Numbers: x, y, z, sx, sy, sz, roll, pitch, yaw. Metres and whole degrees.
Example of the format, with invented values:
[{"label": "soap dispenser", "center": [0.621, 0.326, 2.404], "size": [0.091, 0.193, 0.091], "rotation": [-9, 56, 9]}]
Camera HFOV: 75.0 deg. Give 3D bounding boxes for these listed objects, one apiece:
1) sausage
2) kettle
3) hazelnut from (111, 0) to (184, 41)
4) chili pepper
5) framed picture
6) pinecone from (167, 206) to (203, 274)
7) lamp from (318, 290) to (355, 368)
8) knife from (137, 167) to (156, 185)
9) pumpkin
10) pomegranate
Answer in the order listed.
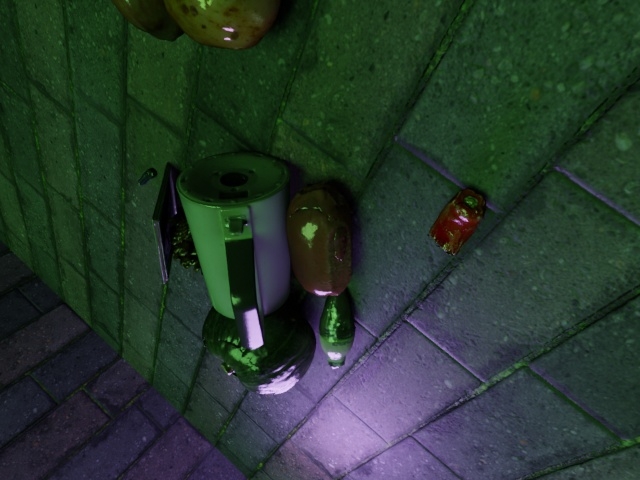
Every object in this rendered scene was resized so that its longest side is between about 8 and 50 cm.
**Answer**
[{"label": "sausage", "center": [0.000, 0.000, 0.954], "size": [0.152, 0.152, 0.280], "rotation": [16, 127, 29]}, {"label": "kettle", "center": [-0.180, 0.033, 0.999], "size": [0.361, 0.249, 0.377], "rotation": [-111, 16, -50]}, {"label": "hazelnut", "center": [-0.327, -0.520, 0.829], "size": [0.210, 0.210, 0.186], "rotation": [44, 108, 4]}, {"label": "chili pepper", "center": [0.262, -0.036, 0.784], "size": [0.070, 0.073, 0.123], "rotation": [4, 137, -16]}, {"label": "framed picture", "center": [-0.442, -0.055, 1.211], "size": [0.019, 0.296, 0.232], "rotation": [-1, 130, -11]}, {"label": "pinecone", "center": [-0.346, 0.002, 1.207], "size": [0.168, 0.186, 0.212], "rotation": [2, 141, 14]}, {"label": "lamp", "center": [0.044, 0.235, 1.123], "size": [0.101, 0.101, 0.250], "rotation": [12, 113, 32]}, {"label": "knife", "center": [-0.561, -0.202, 1.344], "size": [0.121, 0.018, 0.031], "rotation": [-22, 102, 46]}, {"label": "pumpkin", "center": [-0.183, 0.289, 1.224], "size": [0.327, 0.257, 0.292], "rotation": [25, 148, 34]}, {"label": "pomegranate", "center": [-0.170, -0.444, 0.745], "size": [0.215, 0.215, 0.216], "rotation": [20, 129, 26]}]
